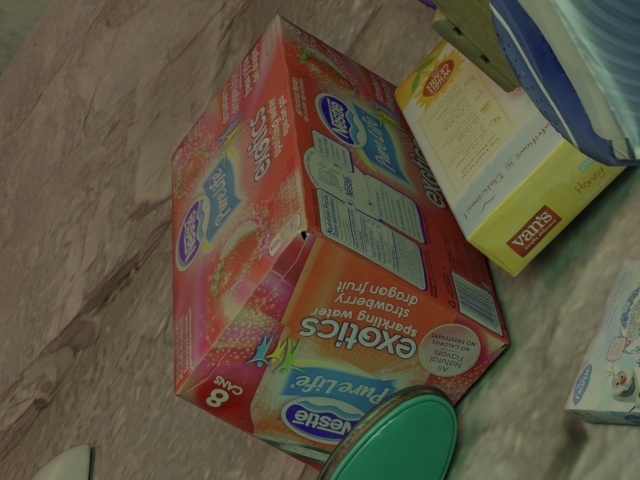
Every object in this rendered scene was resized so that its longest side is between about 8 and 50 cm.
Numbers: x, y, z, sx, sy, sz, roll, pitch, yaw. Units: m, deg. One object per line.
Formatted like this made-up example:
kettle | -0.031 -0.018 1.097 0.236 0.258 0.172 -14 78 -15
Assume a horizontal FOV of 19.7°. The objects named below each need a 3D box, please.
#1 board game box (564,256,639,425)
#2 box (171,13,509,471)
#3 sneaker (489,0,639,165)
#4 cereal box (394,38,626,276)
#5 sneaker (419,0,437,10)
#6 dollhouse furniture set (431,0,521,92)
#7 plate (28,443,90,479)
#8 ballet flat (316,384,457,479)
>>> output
board game box | 0.170 0.050 0.933 0.090 0.020 0.090 -6 58 64
box | 0.000 0.000 1.192 0.142 0.154 0.300 -51 23 22
sneaker | 0.219 -0.111 0.794 0.315 0.127 0.182 -23 -3 -13
cereal box | 0.137 -0.098 1.136 0.173 0.047 0.240 -46 24 14
sneaker | 0.130 -0.241 1.306 0.282 0.102 0.161 148 143 -70
dollhouse furniture set | 0.179 -0.292 1.020 0.286 0.198 0.303 -19 42 40
plate | -0.293 0.338 1.573 0.277 0.045 0.278 -47 25 29
ballet flat | 0.011 0.171 1.072 0.203 0.074 0.074 -64 21 -3
